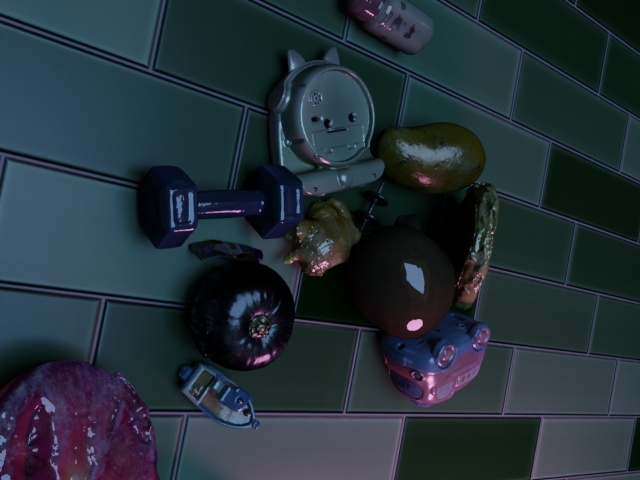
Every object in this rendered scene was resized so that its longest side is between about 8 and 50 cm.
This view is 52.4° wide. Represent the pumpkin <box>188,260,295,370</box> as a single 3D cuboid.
[{"bbox_3d":[-0.158,0.156,1.342,0.233,0.163,0.233,-5,99,-35],"label":"pumpkin"}]

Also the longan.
[{"bbox_3d":[0.196,0.084,1.559,0.300,0.243,0.300,0,90,-62],"label":"longan"}]

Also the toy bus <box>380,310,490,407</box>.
[{"bbox_3d":[0.300,0.312,1.703,0.294,0.197,0.231,-17,116,-37],"label":"toy bus"}]

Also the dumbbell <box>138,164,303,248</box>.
[{"bbox_3d":[-0.194,-0.073,1.301,0.325,0.160,0.144,-4,66,-37],"label":"dumbbell"}]

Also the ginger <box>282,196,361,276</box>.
[{"bbox_3d":[0.000,0.000,1.485,0.216,0.102,0.157,-33,107,-30],"label":"ginger"}]

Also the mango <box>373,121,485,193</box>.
[{"bbox_3d":[0.277,-0.203,1.633,0.329,0.175,0.176,-10,92,-35],"label":"mango"}]

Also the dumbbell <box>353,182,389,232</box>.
[{"bbox_3d":[0.124,-0.079,1.592,0.069,0.069,0.147,36,73,-35],"label":"dumbbell"}]

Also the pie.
[{"bbox_3d":[0.392,0.009,1.693,0.083,0.339,0.339,10,88,4],"label":"pie"}]

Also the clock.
[{"bbox_3d":[0.010,-0.270,1.459,0.265,0.109,0.324,-17,105,-35],"label":"clock"}]

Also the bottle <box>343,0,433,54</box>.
[{"bbox_3d":[0.156,-0.536,1.544,0.233,0.110,0.110,17,84,-37],"label":"bottle"}]

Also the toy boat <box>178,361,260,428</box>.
[{"bbox_3d":[-0.202,0.336,1.366,0.215,0.102,0.088,48,69,-31],"label":"toy boat"}]

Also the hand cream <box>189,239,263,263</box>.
[{"bbox_3d":[-0.194,0.026,1.371,0.163,0.062,0.039,8,121,-43],"label":"hand cream"}]

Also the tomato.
[{"bbox_3d":[-0.451,0.370,1.140,0.335,0.176,0.289,27,58,-36],"label":"tomato"}]
